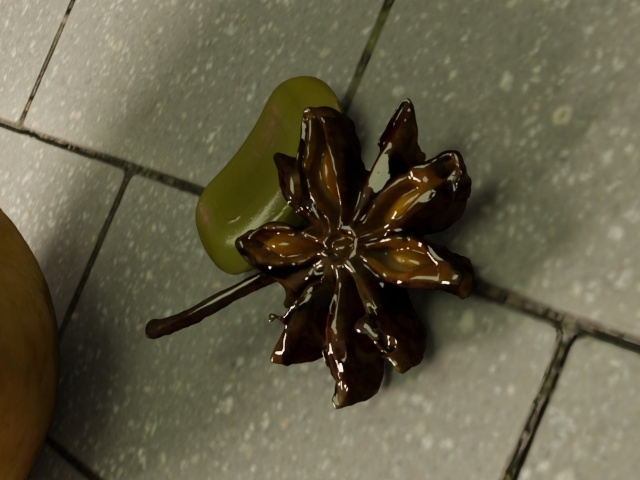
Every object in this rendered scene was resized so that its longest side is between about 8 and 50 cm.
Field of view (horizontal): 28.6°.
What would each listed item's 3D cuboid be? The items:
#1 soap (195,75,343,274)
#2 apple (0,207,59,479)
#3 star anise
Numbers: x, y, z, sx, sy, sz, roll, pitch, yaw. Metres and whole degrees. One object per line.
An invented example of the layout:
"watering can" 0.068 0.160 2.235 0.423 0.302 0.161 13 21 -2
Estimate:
"soap" -0.031 -0.042 0.823 0.140 0.045 0.089 -53 35 19
"apple" -0.368 0.094 0.915 0.364 0.364 0.364 -28 51 40
"star anise" -0.003 -0.001 0.733 0.234 0.073 0.177 14 90 37
